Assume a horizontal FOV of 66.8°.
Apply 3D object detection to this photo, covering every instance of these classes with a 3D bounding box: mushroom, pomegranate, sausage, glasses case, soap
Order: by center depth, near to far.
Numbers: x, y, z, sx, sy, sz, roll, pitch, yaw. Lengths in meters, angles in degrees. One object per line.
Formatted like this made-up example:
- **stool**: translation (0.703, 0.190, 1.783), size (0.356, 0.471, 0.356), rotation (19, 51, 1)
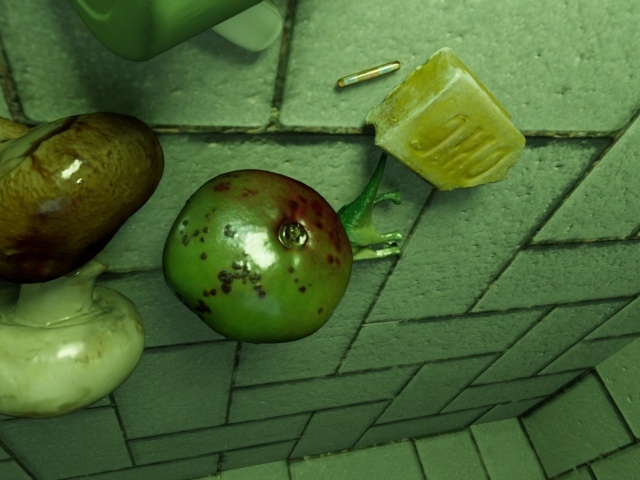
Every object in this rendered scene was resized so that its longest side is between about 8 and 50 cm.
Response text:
- **glasses case**: translation (-0.114, -0.270, 0.537), size (0.164, 0.041, 0.063), rotation (22, 132, -41)
- **mushroom**: translation (-0.319, -0.077, 0.608), size (0.268, 0.267, 0.254), rotation (-16, 111, 0)
- **sausage**: translation (0.068, -0.232, 0.678), size (0.100, 0.015, 0.015), rotation (-17, 144, 2)
- **soap**: translation (0.212, -0.165, 0.766), size (0.258, 0.080, 0.160), rotation (24, 129, -41)
- **pomegranate**: translation (-0.121, 0.043, 0.770), size (0.324, 0.290, 0.291), rotation (-28, 143, 32)
- **mushroom**: translation (-0.446, 0.130, 0.813), size (0.298, 0.297, 0.289), rotation (3, 104, -23)

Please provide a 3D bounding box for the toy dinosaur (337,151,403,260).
- **toy dinosaur**: translation (0.000, 0.000, 0.922), size (0.301, 0.087, 0.447), rotation (-6, 142, -1)

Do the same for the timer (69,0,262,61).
- **timer**: translation (-0.052, -0.317, 0.355), size (0.315, 0.290, 0.290), rotation (-27, 150, -25)
